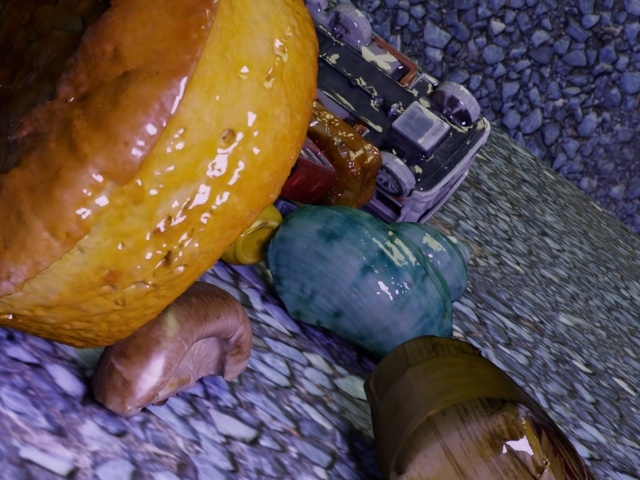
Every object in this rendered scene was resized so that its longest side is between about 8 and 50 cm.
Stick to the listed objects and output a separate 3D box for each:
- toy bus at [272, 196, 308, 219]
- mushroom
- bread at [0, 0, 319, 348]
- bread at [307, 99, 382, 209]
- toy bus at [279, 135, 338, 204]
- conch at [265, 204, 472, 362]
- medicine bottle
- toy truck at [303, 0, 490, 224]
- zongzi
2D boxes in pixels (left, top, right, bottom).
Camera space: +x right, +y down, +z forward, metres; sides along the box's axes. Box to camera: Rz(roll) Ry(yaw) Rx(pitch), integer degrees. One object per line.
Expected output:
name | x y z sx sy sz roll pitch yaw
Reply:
toy bus | 0.000 0.000 1.769 0.190 0.064 0.075 21 7 -43
mushroom | -0.108 0.076 1.213 0.072 0.094 0.210 41 19 13
bread | -0.158 -0.098 1.125 0.204 0.358 0.337 29 17 -40
bread | -0.042 -0.142 2.003 0.271 0.139 0.077 41 59 19
toy bus | -0.057 -0.091 1.614 0.096 0.073 0.235 45 9 15
conch | 0.069 0.039 1.600 0.202 0.134 0.196 -16 86 -55
medicine bottle | -0.163 -0.085 1.647 0.309 0.076 0.111 40 6 26
toy truck | 0.031 -0.179 2.145 0.387 0.173 0.207 39 -22 15
zongzi | 0.166 0.226 1.300 0.300 0.145 0.274 48 5 -14
